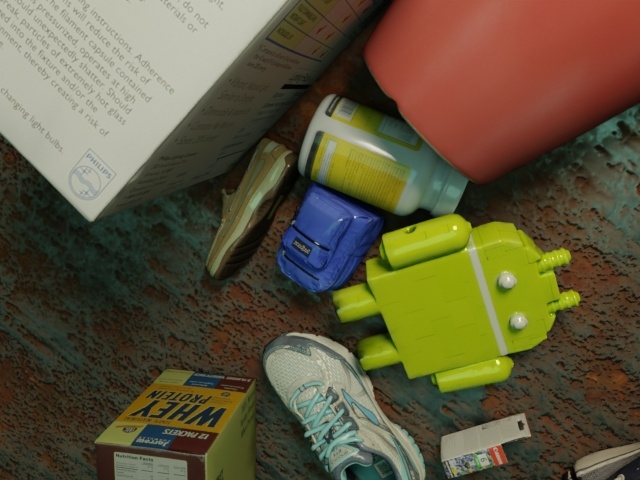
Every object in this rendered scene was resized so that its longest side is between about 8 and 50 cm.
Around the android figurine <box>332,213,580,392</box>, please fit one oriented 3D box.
[{"bbox_3d":[0.161,0.077,0.725,0.272,0.056,0.248,-15,120,13],"label":"android figurine"}]

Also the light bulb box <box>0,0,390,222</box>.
[{"bbox_3d":[-0.095,-0.243,0.571,0.225,0.358,0.361,45,105,-3],"label":"light bulb box"}]

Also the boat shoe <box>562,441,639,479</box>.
[{"bbox_3d":[0.457,0.278,0.688,0.340,0.158,0.127,-31,95,16],"label":"boat shoe"}]

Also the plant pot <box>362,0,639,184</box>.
[{"bbox_3d":[0.192,-0.203,0.592,0.243,0.275,0.275,-41,93,26],"label":"plant pot"}]

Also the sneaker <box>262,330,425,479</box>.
[{"bbox_3d":[0.031,0.234,0.776,0.110,0.122,0.283,-43,92,16],"label":"sneaker"}]

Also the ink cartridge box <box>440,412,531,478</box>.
[{"bbox_3d":[0.212,0.260,0.779,0.115,0.063,0.029,-21,97,14],"label":"ink cartridge box"}]

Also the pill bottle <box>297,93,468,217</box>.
[{"bbox_3d":[0.074,-0.090,0.706,0.184,0.103,0.103,23,106,5],"label":"pill bottle"}]

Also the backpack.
[{"bbox_3d":[0.000,0.000,0.740,0.098,0.101,0.120,37,110,25],"label":"backpack"}]

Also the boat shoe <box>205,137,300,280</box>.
[{"bbox_3d":[-0.097,-0.041,0.776,0.072,0.068,0.190,35,97,14],"label":"boat shoe"}]

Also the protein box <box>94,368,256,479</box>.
[{"bbox_3d":[-0.174,0.304,0.790,0.136,0.200,0.201,4,103,10],"label":"protein box"}]
